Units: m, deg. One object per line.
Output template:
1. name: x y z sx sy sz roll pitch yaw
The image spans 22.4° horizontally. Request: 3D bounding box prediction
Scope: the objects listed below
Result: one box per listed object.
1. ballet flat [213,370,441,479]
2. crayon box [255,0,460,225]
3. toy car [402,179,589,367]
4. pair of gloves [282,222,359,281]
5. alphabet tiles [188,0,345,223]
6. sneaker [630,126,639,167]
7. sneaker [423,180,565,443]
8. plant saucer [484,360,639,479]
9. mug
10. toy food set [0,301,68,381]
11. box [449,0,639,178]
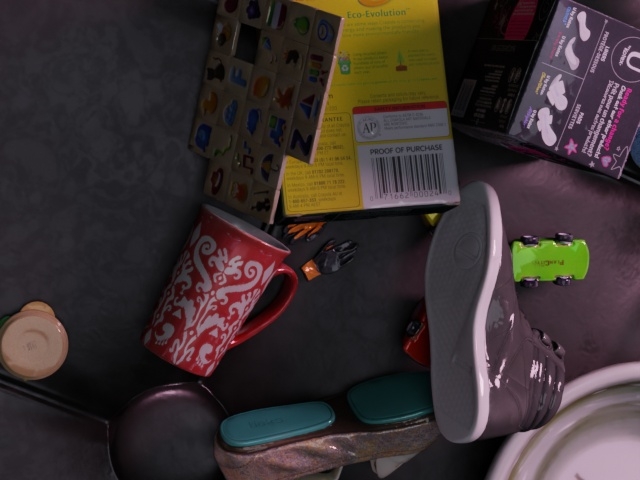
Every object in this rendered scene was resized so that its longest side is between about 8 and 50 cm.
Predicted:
1. ballet flat: 0.033 0.229 1.880 0.316 0.107 0.106 -10 119 -5
2. crayon box: 0.036 -0.183 1.802 0.202 0.081 0.318 -4 84 -10
3. toy car: 0.202 0.025 1.900 0.225 0.053 0.239 -1 98 -12
4. pair of gloves: 0.000 0.000 1.877 0.074 0.010 0.083 -30 103 -6
5. alphabet tiles: -0.066 -0.147 1.753 0.009 0.198 0.237 -1 109 -44
6. sneaker: 0.508 -0.204 1.863 0.208 0.127 0.319 11 128 -17
7. sneaker: 0.204 0.085 1.839 0.147 0.104 0.295 10 77 -39
8. plant saucer: 0.367 0.334 1.948 0.400 0.100 0.400 -2 97 -12
9. mug: -0.107 0.067 1.815 0.150 0.113 0.169 28 94 -12
10. toy food set: -0.326 0.116 1.821 0.082 0.020 0.083 -33 103 -5
11. box: 0.256 -0.170 1.785 0.142 0.247 0.163 20 93 -12
